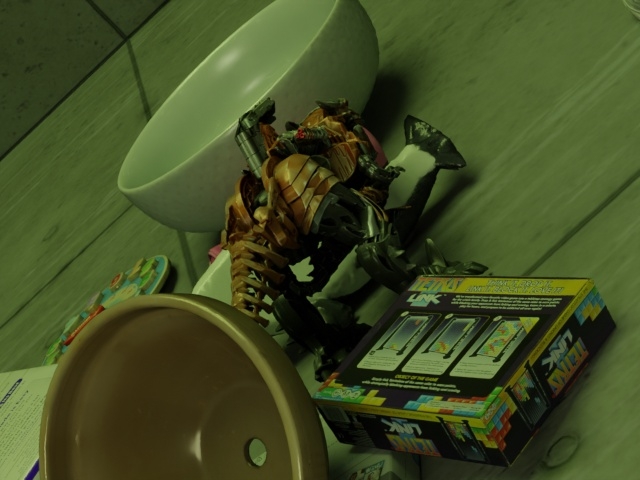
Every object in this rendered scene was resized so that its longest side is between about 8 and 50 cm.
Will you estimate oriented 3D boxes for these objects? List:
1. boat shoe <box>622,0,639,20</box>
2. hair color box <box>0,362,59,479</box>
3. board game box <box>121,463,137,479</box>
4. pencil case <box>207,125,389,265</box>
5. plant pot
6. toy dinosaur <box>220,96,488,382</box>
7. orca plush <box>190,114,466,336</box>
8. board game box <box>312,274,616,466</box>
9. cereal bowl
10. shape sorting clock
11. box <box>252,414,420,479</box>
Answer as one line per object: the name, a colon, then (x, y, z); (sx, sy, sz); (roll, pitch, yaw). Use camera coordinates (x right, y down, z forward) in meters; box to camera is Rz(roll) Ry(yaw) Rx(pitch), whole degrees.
boat shoe: (0.297, -0.222, 1.316); (0.066, 0.063, 0.184); (-41, 21, 9)
hair color box: (-0.298, 0.226, 1.520); (0.339, 0.110, 0.185); (-11, 39, 53)
board game box: (-0.181, 0.242, 1.199); (0.136, 0.035, 0.201); (-50, -17, -13)
pencil case: (-0.025, -0.025, 1.513); (0.098, 0.095, 0.209); (33, 73, 34)
plant pot: (-0.074, 0.152, 1.047); (0.237, 0.237, 0.110); (-30, -16, 35)
toy dinosaur: (-0.011, 0.001, 1.224); (0.164, 0.218, 0.322); (-25, 17, 49)
orca plush: (0.000, 0.000, 1.405); (0.287, 0.151, 0.102); (-51, -10, -10)
board game box: (0.098, 0.086, 1.061); (0.170, 0.048, 0.141); (0, 38, 50)
cereal bowl: (-0.061, -0.131, 1.712); (0.339, 0.141, 0.339); (-37, 22, 18)
shape sorting clock: (-0.256, 0.090, 1.800); (0.206, 0.040, 0.206); (-38, 21, 18)
box: (0.006, 0.191, 1.105); (0.145, 0.038, 0.186); (-36, 23, 19)
